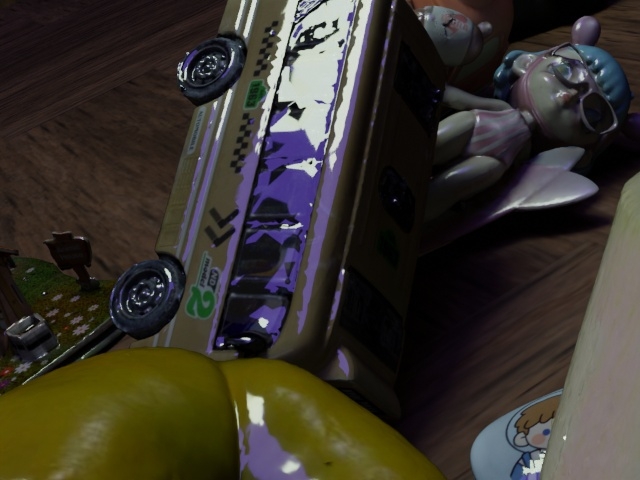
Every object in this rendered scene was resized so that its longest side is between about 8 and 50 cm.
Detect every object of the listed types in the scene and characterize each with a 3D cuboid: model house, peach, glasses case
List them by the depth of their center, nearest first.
[{"bbox_3d":[-0.046,0.144,0.393,0.251,0.153,0.251,21,26,-11],"label":"peach"},{"bbox_3d":[0.164,0.095,0.527,0.178,0.045,0.067,-20,25,3],"label":"glasses case"},{"bbox_3d":[-0.325,0.032,0.897,0.207,0.154,0.294,-40,30,-30],"label":"model house"}]

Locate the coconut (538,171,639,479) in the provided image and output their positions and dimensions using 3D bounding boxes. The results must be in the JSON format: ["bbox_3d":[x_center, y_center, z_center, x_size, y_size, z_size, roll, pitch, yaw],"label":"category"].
[{"bbox_3d":[0.192,0.070,0.370,0.241,0.241,0.241,-17,26,9],"label":"coconut"}]

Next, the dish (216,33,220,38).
[{"bbox_3d":[-0.109,-0.239,1.344,0.141,0.078,0.141,-17,27,9],"label":"dish"}]

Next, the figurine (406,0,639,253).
[{"bbox_3d":[0.121,-0.093,0.806,0.260,0.205,0.103,-28,-13,-17],"label":"figurine"}]

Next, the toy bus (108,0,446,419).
[{"bbox_3d":[-0.012,-0.017,0.660,0.157,0.139,0.289,-2,61,29],"label":"toy bus"}]

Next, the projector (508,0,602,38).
[{"bbox_3d":[0.080,-0.411,1.160,0.405,0.395,0.242,-15,28,5],"label":"projector"}]

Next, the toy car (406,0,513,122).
[{"bbox_3d":[0.053,-0.183,0.906,0.270,0.180,0.212,-32,-5,-23],"label":"toy car"}]
